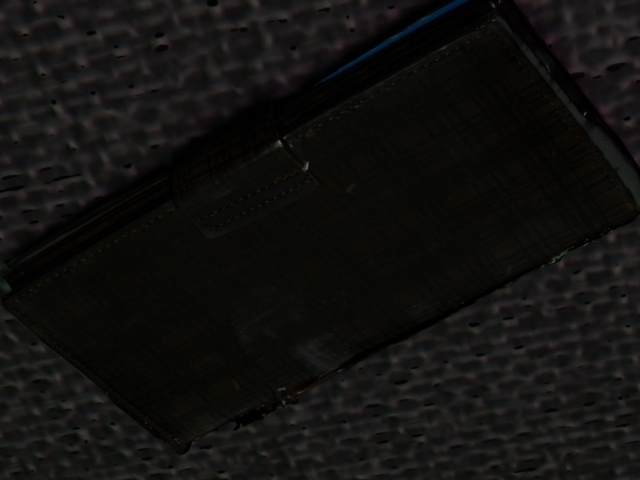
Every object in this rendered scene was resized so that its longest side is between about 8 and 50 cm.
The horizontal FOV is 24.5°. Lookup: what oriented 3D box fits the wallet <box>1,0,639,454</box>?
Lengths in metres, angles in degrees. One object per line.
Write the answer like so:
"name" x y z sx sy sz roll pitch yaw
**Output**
"wallet" 0.000 -0.001 0.779 0.317 0.044 0.169 -29 126 22
